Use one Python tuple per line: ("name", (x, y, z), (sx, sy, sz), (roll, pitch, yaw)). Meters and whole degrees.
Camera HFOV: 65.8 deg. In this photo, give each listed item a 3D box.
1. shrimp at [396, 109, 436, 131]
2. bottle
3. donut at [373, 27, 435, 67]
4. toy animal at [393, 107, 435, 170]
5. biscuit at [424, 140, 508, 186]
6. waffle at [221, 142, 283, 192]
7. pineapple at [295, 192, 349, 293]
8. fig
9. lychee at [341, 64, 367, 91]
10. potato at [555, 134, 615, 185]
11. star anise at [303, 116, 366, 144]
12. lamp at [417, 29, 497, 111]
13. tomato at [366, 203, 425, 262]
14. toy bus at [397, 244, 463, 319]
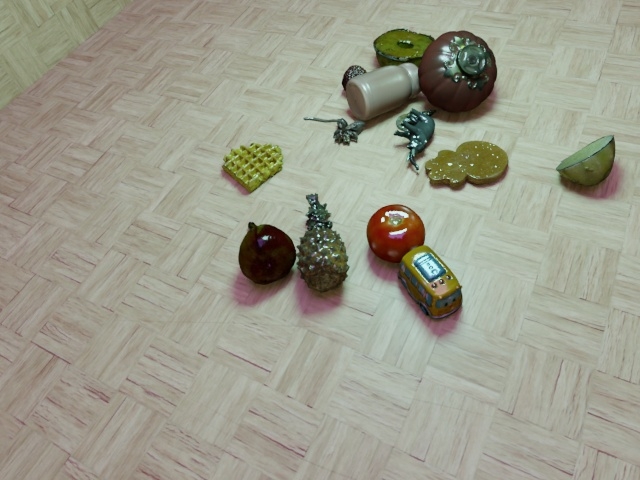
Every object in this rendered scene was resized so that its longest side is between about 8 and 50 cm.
("shrimp", (0.380, -0.470, 1.947), (0.160, 0.034, 0.091), (-14, 64, 8))
("bottle", (0.256, -0.612, 1.991), (0.296, 0.173, 0.206), (-26, 25, -17))
("donut", (0.364, -0.809, 2.142), (0.271, 0.107, 0.272), (-5, 48, 6))
("toy animal", (0.344, -0.388, 1.836), (0.137, 0.082, 0.270), (29, 58, -6))
("biscuit", (0.517, -0.267, 1.755), (0.288, 0.044, 0.202), (-18, 52, 0))
("waffle", (-0.257, -0.315, 1.937), (0.219, 0.057, 0.229), (-38, 55, -17))
("pineapple", (0.000, 0.000, 1.602), (0.174, 0.175, 0.361), (-10, 40, 4))
("fig", (-0.207, 0.008, 1.614), (0.190, 0.191, 0.290), (-33, 55, -14))
("lychee", (0.149, -0.669, 2.087), (0.123, 0.123, 0.129), (-28, 87, -10))
("potato", (0.889, -0.244, 1.616), (0.202, 0.182, 0.117), (-36, 91, -36))
("star anise", (0.054, -0.460, 1.893), (0.218, 0.227, 0.148), (-33, 60, 0))
("lamp", (0.522, -0.642, 1.892), (0.302, 0.257, 0.304), (0, 90, -10))
("tomato", (0.238, -0.020, 1.566), (0.194, 0.136, 0.195), (-5, 50, 6))
("toy bus", (0.322, 0.114, 1.449), (0.126, 0.136, 0.210), (-28, 54, -10))
